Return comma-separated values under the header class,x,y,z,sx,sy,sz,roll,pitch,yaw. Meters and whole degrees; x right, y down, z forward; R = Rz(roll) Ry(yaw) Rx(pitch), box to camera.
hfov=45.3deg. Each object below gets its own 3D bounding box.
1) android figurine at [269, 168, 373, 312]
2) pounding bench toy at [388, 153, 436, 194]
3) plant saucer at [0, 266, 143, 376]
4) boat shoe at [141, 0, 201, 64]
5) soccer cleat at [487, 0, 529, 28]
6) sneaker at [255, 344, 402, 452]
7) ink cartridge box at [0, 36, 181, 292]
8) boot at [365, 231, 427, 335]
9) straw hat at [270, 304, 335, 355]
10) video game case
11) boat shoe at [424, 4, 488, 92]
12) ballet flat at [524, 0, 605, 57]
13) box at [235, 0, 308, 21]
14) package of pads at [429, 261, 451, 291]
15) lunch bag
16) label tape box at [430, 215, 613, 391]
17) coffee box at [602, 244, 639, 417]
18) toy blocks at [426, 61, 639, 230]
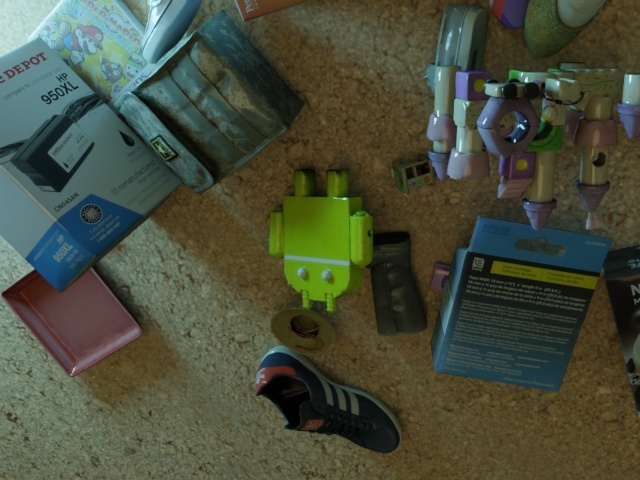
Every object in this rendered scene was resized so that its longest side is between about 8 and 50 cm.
class,x,y,z,sx,sy,sz,roll,pitch,yaw
android figurine,0.000,0.000,1.456,0.248,0.056,0.272,7,98,40
pounding bench toy,0.170,-0.128,1.416,0.065,0.083,0.052,-18,113,-11
plant saucer,-0.558,0.156,1.743,0.259,0.047,0.259,-31,103,25
boat shoe,-0.267,-0.447,1.369,0.088,0.096,0.267,34,117,3
soccer cleat,0.293,-0.456,1.208,0.083,0.095,0.247,-2,112,16
sneaker,0.010,0.370,1.624,0.350,0.148,0.131,30,118,1
ink cartridge box,-0.511,-0.148,1.445,0.395,0.285,0.166,46,132,-8
boot,0.110,0.090,1.523,0.190,0.076,0.208,0,120,18
straw hat,-0.030,0.170,1.595,0.145,0.061,0.144,8,132,9
video game case,-0.428,-0.367,1.486,0.206,0.026,0.227,-36,100,26
boat shoe,0.225,-0.293,1.319,0.081,0.079,0.227,26,122,31
ballet flat,0.417,-0.433,1.161,0.123,0.123,0.348,22,116,5
box,0.012,-0.514,1.207,0.346,0.168,0.214,-13,117,20
package of pads,0.257,0.078,1.491,0.083,0.032,0.050,15,119,9
lunch bag,-0.219,-0.234,1.407,0.287,0.169,0.235,-33,108,29
label tape box,0.359,0.102,1.412,0.241,0.106,0.333,10,116,-1
coffee box,0.621,0.156,1.375,0.168,0.119,0.297,-14,109,21
toy blocks,0.332,-0.131,1.180,0.289,0.309,0.259,-3,108,-10
